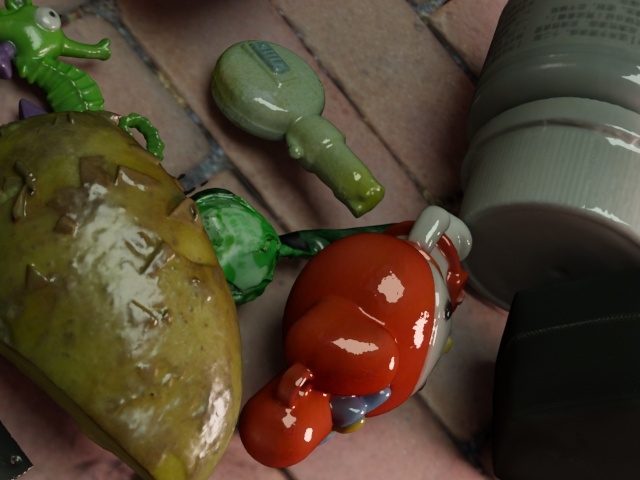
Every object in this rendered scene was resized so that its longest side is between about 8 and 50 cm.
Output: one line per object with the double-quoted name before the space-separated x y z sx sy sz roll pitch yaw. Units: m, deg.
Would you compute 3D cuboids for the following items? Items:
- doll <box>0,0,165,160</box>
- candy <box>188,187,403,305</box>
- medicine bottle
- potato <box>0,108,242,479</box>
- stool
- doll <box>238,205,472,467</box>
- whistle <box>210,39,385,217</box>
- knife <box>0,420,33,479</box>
"doll" -0.201 -0.121 1.004 0.115 0.050 0.190 -33 87 -34
"candy" 0.001 0.002 1.059 0.323 0.097 0.097 -5 67 -43
"medicine bottle" 0.257 -0.092 1.164 0.245 0.245 0.306 31 59 -16
"potato" -0.153 0.044 0.874 0.176 0.141 0.298 -24 76 -8
"stool" 0.254 0.133 1.056 0.232 0.232 0.141 23 51 -22
"doll" 0.034 0.069 0.984 0.130 0.161 0.290 31 38 15
"whistle" -0.016 -0.103 1.084 0.104 0.057 0.198 -20 59 -44
"knife" -0.298 0.180 0.791 0.072 0.019 0.245 51 46 6
